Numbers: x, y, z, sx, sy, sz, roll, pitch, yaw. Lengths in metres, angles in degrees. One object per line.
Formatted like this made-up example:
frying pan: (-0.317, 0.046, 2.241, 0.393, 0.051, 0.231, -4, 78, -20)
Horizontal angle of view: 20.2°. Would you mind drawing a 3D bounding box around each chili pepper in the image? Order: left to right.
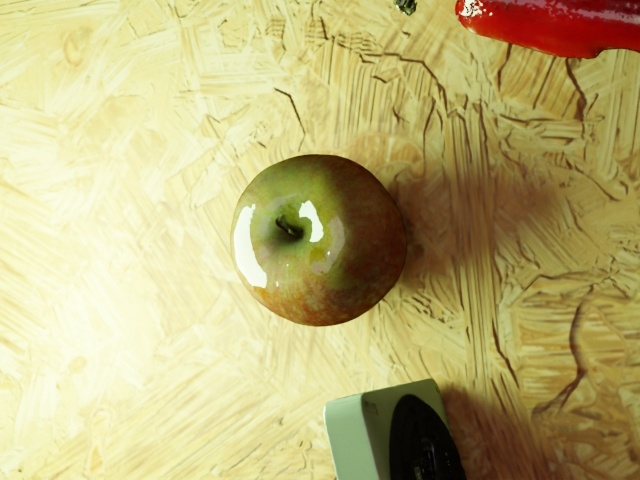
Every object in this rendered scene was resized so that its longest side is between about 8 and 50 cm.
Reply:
chili pepper: (0.261, -0.244, 1.883, 0.387, 0.110, 0.110, 16, 95, 19)

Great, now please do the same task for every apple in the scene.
apple: (0.000, 0.000, 1.943, 0.188, 0.174, 0.188, -1, 86, 19)

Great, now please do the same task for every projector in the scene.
projector: (0.100, 0.277, 1.858, 0.079, 0.257, 0.259, -16, 84, 20)
